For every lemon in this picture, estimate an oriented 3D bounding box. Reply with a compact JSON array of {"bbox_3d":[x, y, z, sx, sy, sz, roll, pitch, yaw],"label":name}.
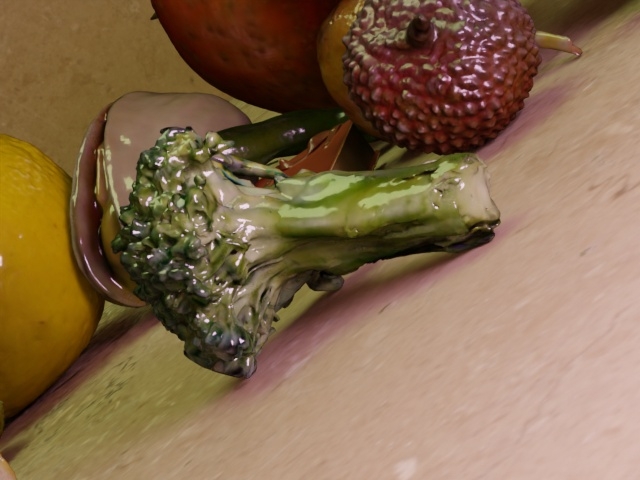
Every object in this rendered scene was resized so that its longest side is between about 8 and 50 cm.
[{"bbox_3d":[-0.375,0.039,1.773,0.336,0.336,0.336,-35,10,7],"label":"lemon"}]

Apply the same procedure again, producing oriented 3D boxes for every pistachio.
[{"bbox_3d":[-0.158,-0.056,1.758,0.166,0.197,0.288,-36,20,30],"label":"pistachio"}]

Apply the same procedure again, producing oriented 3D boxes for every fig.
[{"bbox_3d":[0.121,-0.169,1.550,0.257,0.159,0.159,1,33,38],"label":"fig"}]

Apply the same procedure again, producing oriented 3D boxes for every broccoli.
[{"bbox_3d":[0.001,0.006,1.204,0.275,0.177,0.198,-5,-18,14],"label":"broccoli"}]

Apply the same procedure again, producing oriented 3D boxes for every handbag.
[{"bbox_3d":[-0.017,-0.038,1.585,0.127,0.063,0.190,-33,13,22],"label":"handbag"}]

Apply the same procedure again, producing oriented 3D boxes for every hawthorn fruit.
[{"bbox_3d":[-0.025,-0.310,1.886,0.403,0.403,0.403,-35,10,7],"label":"hawthorn fruit"}]

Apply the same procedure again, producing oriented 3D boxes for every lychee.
[{"bbox_3d":[0.096,-0.150,1.392,0.165,0.165,0.197,-34,-24,17],"label":"lychee"}]

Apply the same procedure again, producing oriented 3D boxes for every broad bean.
[{"bbox_3d":[-0.027,-0.103,1.697,0.255,0.046,0.065,-13,33,-14],"label":"broad bean"}]

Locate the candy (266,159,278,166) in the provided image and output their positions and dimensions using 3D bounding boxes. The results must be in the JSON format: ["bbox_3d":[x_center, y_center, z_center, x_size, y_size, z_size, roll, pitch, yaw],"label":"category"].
[{"bbox_3d":[-0.088,-0.087,2.206,0.083,0.023,0.025,-20,8,29],"label":"candy"}]

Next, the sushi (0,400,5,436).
[{"bbox_3d":[-0.377,0.208,1.485,0.139,0.131,0.291,-32,3,35],"label":"sushi"}]

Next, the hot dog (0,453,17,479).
[{"bbox_3d":[-0.241,0.200,1.218,0.169,0.061,0.078,-99,28,-57],"label":"hot dog"}]
